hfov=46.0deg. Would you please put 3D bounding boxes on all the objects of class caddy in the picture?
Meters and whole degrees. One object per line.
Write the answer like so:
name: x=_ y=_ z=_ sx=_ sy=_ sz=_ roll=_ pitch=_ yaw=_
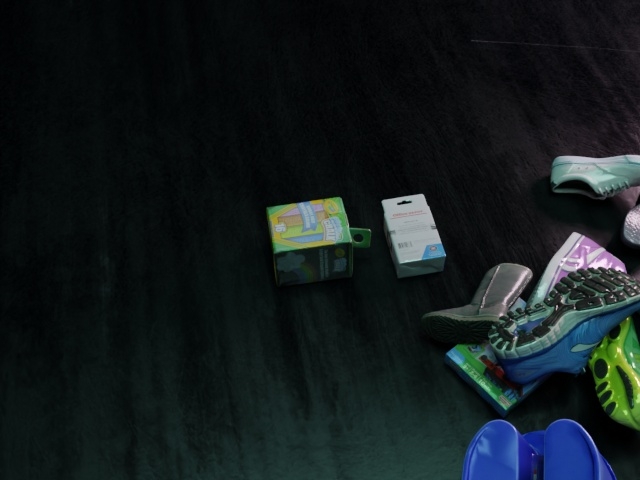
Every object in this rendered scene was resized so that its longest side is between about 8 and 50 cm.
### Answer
caddy: x=0.357 y=0.455 z=1.229 sx=0.241 sy=0.179 sz=0.341 roll=-7 pitch=48 yaw=27

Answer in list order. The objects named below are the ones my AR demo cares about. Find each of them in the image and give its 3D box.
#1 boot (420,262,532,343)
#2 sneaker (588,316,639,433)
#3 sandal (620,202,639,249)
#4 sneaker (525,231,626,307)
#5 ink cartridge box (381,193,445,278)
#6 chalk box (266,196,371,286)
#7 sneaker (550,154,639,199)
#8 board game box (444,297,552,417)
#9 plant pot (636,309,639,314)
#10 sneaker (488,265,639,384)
boot: x=0.320 y=0.120 z=1.536 sx=0.190 sy=0.076 sz=0.208 roll=1 pitch=36 yaw=26
sneaker: x=0.573 y=0.247 z=1.436 sx=0.109 sy=0.123 sz=0.295 roll=-30 pitch=27 yaw=31
sandal: x=0.741 y=-0.052 z=1.692 sx=0.097 sy=0.054 sz=0.254 roll=33 pitch=50 yaw=17
sneaker: x=0.532 y=0.093 z=1.528 sx=0.161 sy=0.102 sz=0.282 roll=34 pitch=49 yaw=19
ink cartridge box: x=0.201 y=-0.011 z=1.666 sx=0.104 sy=0.060 sz=0.180 roll=-9 pitch=52 yaw=-4
chalk box: x=0.000 y=0.000 z=1.622 sx=0.213 sy=0.132 sz=0.132 roll=-8 pitch=52 yaw=-6
sneaker: x=0.655 y=-0.135 z=1.722 sx=0.258 sy=0.094 sz=0.091 roll=3 pitch=64 yaw=29
board game box: x=0.377 y=0.225 z=1.489 sx=0.211 sy=0.039 sz=0.160 roll=-33 pitch=57 yaw=-23
plant pot: x=0.772 y=0.129 z=1.476 sx=0.165 sy=0.165 sz=0.234 roll=-32 pitch=64 yaw=-21
sneaker: x=0.472 y=0.165 z=1.420 sx=0.330 sy=0.147 sz=0.130 roll=-25 pitch=32 yaw=-8
